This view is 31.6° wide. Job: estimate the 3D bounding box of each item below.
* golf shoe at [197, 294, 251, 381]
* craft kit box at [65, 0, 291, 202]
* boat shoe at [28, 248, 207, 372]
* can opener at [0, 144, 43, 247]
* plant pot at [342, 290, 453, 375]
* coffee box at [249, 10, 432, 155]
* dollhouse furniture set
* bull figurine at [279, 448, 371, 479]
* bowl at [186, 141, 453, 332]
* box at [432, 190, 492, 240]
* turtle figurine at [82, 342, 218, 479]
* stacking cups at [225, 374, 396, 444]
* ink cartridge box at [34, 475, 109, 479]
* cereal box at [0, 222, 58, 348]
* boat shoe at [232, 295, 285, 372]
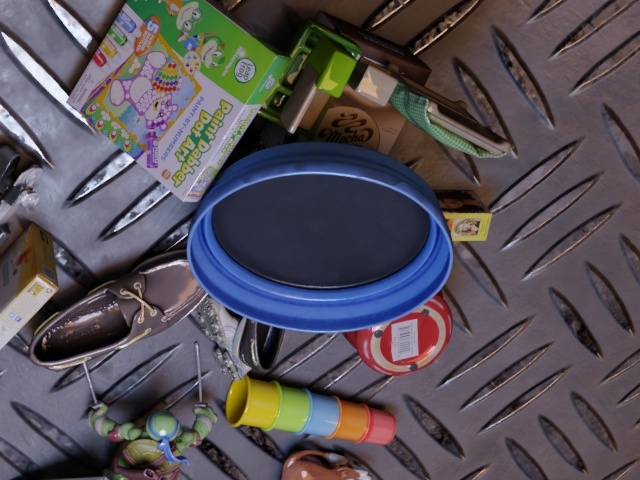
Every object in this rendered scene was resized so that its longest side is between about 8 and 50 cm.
[{"bbox_3d":[-0.150,0.150,1.919,0.086,0.069,0.176,-34,127,-24],"label":"golf shoe"},{"bbox_3d":[-0.205,-0.224,1.596,0.247,0.061,0.249,38,106,14],"label":"craft kit box"},{"bbox_3d":[-0.313,0.113,1.798,0.325,0.097,0.116,-25,94,-2],"label":"boat shoe"},{"bbox_3d":[-0.514,-0.017,1.707,0.093,0.074,0.280,37,103,5],"label":"can opener"},{"bbox_3d":[0.125,0.121,1.915,0.191,0.174,0.191,-9,120,-15],"label":"plant pot"},{"bbox_3d":[0.020,-0.179,1.744,0.168,0.119,0.297,18,111,-24],"label":"coffee box"},{"bbox_3d":[0.086,-0.162,1.586,0.302,0.197,0.151,24,107,-24],"label":"dollhouse furniture set"},{"bbox_3d":[-0.027,0.526,2.132,0.189,0.101,0.310,3,119,-23],"label":"bull figurine"},{"bbox_3d":[0.000,0.000,1.679,0.391,0.077,0.391,1,142,1],"label":"bowl"},{"bbox_3d":[0.162,-0.042,1.887,0.232,0.087,0.058,-2,120,-18],"label":"box"},{"bbox_3d":[-0.289,0.320,1.935,0.198,0.274,0.266,-17,145,-34],"label":"turtle figurine"},{"bbox_3d":[-0.008,0.315,2.021,0.316,0.096,0.096,16,112,-24],"label":"stacking cups"},{"bbox_3d":[-0.420,0.533,1.985,0.307,0.072,0.303,-8,130,33],"label":"ink cartridge box"},{"bbox_3d":[-0.495,0.103,1.707,0.240,0.173,0.047,-45,121,8],"label":"cereal box"},{"bbox_3d":[-0.084,0.105,1.869,0.081,0.069,0.227,2,104,-43],"label":"boat shoe"}]
